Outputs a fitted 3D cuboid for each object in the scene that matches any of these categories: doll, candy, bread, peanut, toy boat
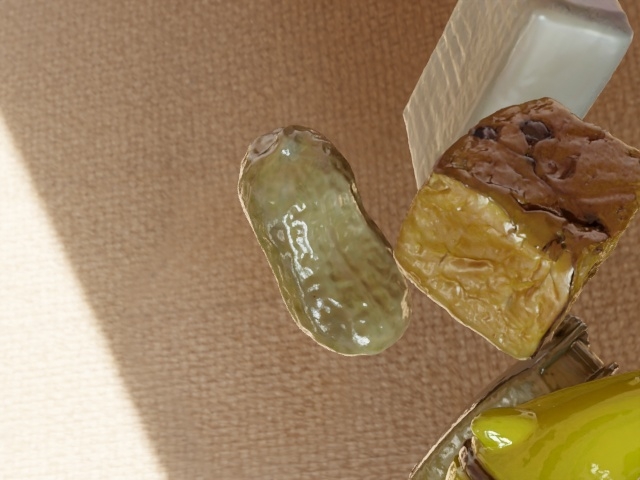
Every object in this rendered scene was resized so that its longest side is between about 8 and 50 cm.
[{"bbox_3d":[0.211,0.191,0.822,0.363,0.199,0.145,-33,28,4],"label":"doll"},{"bbox_3d":[0.238,-0.206,1.313,0.145,0.358,0.208,6,48,-19],"label":"candy"},{"bbox_3d":[0.157,-0.011,0.794,0.143,0.158,0.149,38,49,12],"label":"bread"},{"bbox_3d":[-0.004,0.004,1.204,0.143,0.159,0.291,-38,106,-33],"label":"peanut"},{"bbox_3d":[0.192,0.204,1.078,0.089,0.121,0.321,47,126,14],"label":"toy boat"}]
